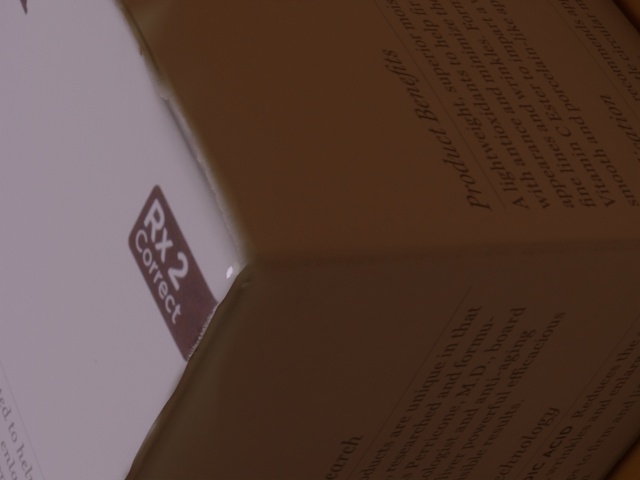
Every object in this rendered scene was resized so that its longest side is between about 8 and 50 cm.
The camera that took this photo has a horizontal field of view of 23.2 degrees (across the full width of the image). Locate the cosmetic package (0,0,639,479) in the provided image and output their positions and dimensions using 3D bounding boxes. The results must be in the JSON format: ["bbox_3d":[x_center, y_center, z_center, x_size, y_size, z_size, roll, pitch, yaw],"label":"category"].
[{"bbox_3d":[0.000,0.000,0.456,0.151,0.183,0.151,61,138,35],"label":"cosmetic package"}]
